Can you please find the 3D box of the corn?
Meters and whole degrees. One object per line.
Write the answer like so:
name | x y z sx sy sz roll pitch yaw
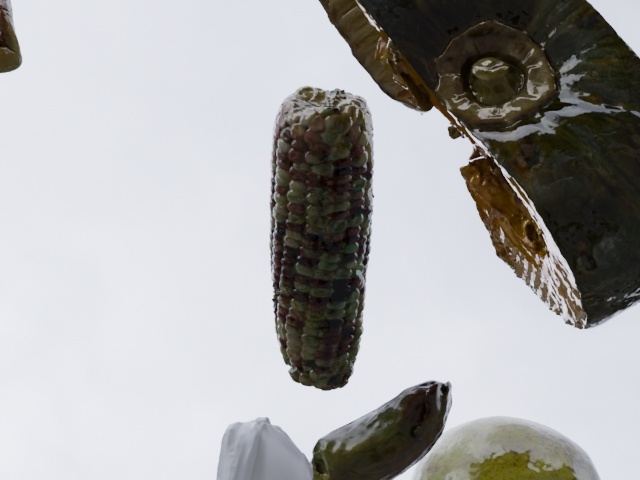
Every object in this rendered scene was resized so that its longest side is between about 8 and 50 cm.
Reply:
corn | 0.000 0.000 1.553 0.086 0.086 0.253 -2 -68 -5

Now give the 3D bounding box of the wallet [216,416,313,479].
wallet | -0.042 0.200 1.156 0.033 0.190 0.095 -3 -27 23

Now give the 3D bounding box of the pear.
pear | 0.165 0.257 1.767 0.197 0.197 0.197 -3 -52 -4

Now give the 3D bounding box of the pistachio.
pistachio | 0.030 0.154 1.354 0.173 0.049 0.089 -37 -18 33

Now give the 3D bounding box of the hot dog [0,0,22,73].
hot dog | -0.244 -0.165 1.439 0.030 0.090 0.034 -11 -42 -7

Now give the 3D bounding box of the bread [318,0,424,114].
bread | 0.064 -0.251 1.463 0.156 0.288 0.204 -33 -42 13

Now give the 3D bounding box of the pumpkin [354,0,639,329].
pumpkin | 0.153 -0.078 1.334 0.139 0.280 0.190 -35 -19 -4
